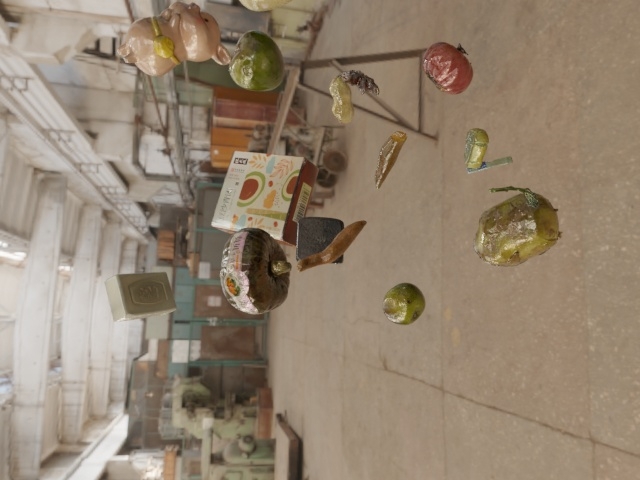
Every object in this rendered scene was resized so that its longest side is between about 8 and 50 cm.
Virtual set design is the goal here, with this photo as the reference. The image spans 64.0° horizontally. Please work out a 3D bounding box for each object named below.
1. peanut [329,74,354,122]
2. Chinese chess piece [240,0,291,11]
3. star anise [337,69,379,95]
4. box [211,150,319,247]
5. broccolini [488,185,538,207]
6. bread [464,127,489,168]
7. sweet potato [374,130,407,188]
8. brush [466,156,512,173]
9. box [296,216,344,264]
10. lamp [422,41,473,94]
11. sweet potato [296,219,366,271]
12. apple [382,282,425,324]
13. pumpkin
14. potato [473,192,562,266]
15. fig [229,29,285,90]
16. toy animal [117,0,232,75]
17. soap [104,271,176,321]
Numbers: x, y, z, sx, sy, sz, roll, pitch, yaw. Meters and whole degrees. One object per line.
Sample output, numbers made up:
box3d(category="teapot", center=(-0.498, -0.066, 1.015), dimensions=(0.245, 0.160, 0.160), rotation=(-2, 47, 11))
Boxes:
box3d(category="peanut", center=(0.104, -0.671, 2.458), dimensions=(0.263, 0.101, 0.117), rotation=(78, -152, -48))
box3d(category="Chinese chess piece", center=(-0.148, -0.816, 1.565), dimensions=(0.104, 0.257, 0.257), rotation=(58, -160, -49))
box3d(category="star anise", center=(0.124, -0.480, 1.546), dimensions=(0.042, 0.141, 0.141), rotation=(-59, 26, 32))
box3d(category="box", center=(-0.233, -0.179, 2.131), dimensions=(0.122, 0.385, 0.345), rotation=(27, -104, -57))
box3d(category="broccolini", center=(0.605, -0.148, 1.590), dimensions=(0.054, 0.194, 0.052), rotation=(-138, 65, -69))
box3d(category="bread", center=(0.594, -0.353, 1.973), dimensions=(0.117, 0.064, 0.156), rotation=(-90, 4, -60))
box3d(category="sweet potato", center=(0.252, -0.311, 1.959), dimensions=(0.077, 0.077, 0.244), rotation=(-101, 31, -50))
box3d(category="brush", center=(0.668, -0.304, 2.027), dimensions=(0.030, 0.178, 0.033), rotation=(59, -159, -56))
box3d(category="box", center=(0.000, 0.000, 1.345), dimensions=(0.027, 0.126, 0.125), rotation=(109, 164, -77))
box3d(category="lamp", center=(0.412, -0.554, 1.633), dimensions=(0.140, 0.182, 0.182), rotation=(-43, 27, 15))
box3d(category="sweet potato", center=(0.026, 0.016, 1.007), dimensions=(0.044, 0.179, 0.044), rotation=(44, 158, 23))
box3d(category="apple", center=(0.376, 0.287, 2.293), dimensions=(0.157, 0.196, 0.196), rotation=(43, 136, 37))
box3d(category="pumpkin", center=(-0.177, 0.091, 1.528), dimensions=(0.260, 0.189, 0.260), rotation=(-7, -90, -69))
box3d(category="potato", center=(0.702, -0.054, 1.836), dimensions=(0.196, 0.299, 0.247), rotation=(74, 175, -57))
box3d(category="fig", center=(-0.196, -0.554, 1.615), dimensions=(0.181, 0.191, 0.181), rotation=(-18, 64, 42))
box3d(category="toy animal", center=(-0.353, -0.473, 1.214), dimensions=(0.165, 0.248, 0.149), rotation=(55, 150, 20))
box3d(category="soap", center=(-0.495, 0.153, 1.413), dimensions=(0.183, 0.063, 0.122), rotation=(1, -111, -62))
